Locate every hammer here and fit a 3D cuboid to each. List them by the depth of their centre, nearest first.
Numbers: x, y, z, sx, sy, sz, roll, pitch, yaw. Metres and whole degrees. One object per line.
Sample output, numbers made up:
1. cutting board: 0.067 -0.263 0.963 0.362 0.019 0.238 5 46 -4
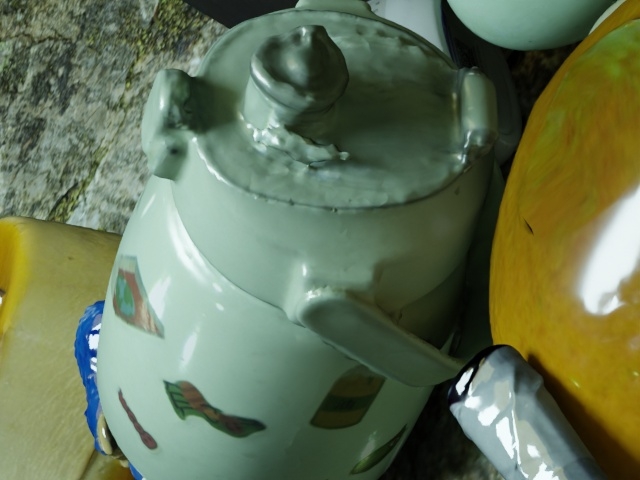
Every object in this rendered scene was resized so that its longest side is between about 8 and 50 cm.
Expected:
1. hammer: 0.168 0.180 0.762 0.152 0.044 0.427 -47 45 16

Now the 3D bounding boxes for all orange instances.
1. orange: 0.193 -0.012 0.951 0.334 0.196 0.262 -66 11 4

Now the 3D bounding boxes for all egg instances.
1. egg: 0.153 -0.208 1.236 0.192 0.149 0.149 -54 24 -4

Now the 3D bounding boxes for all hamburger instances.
1. hamburger: -0.214 0.120 1.526 0.300 0.176 0.300 -47 29 38

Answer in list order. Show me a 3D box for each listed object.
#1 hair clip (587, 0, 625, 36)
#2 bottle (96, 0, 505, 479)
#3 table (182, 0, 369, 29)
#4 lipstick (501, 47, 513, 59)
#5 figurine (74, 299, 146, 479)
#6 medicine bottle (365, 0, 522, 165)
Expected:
1. hair clip: 0.222 -0.134 1.130 0.159 0.071 0.218 -6 61 64
2. bottle: 0.000 0.000 1.105 0.351 0.229 0.229 111 173 -57
3. table: 0.005 -0.251 1.508 0.172 0.193 0.169 -37 33 41
4. lipstick: 0.100 -0.119 1.370 0.141 0.040 0.040 -53 25 14
5. figurine: -0.080 0.079 1.330 0.120 0.164 0.262 -55 24 28
6. medicine bottle: 0.012 -0.075 1.312 0.215 0.135 0.135 -23 39 24
